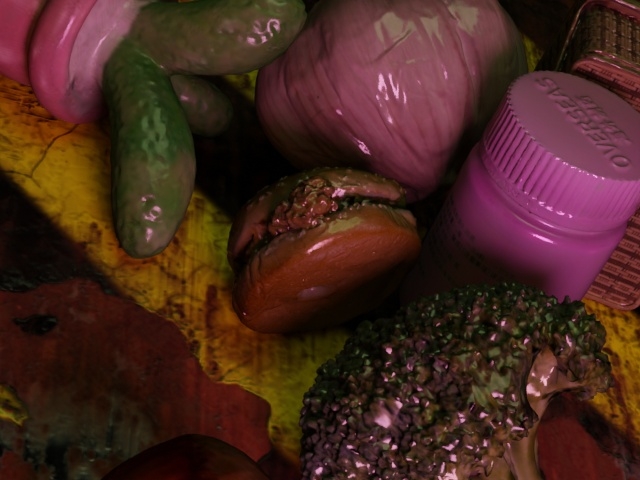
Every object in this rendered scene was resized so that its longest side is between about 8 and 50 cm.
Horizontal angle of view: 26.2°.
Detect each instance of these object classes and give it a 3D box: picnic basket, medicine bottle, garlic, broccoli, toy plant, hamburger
[{"bbox_3d":[0.327,-0.099,1.556,0.228,0.312,0.175,22,39,-7],"label":"picnic basket"},{"bbox_3d":[0.210,-0.012,1.414,0.178,0.290,0.178,14,39,-12],"label":"medicine bottle"},{"bbox_3d":[0.097,-0.168,1.539,0.317,0.317,0.259,-9,79,-35],"label":"garlic"},{"bbox_3d":[0.123,0.148,1.237,0.288,0.260,0.235,-18,57,15],"label":"broccoli"},{"bbox_3d":[-0.224,-0.188,1.465,0.356,0.317,0.210,33,-5,15],"label":"toy plant"},{"bbox_3d":[0.000,0.000,1.351,0.189,0.215,0.122,-10,63,-18],"label":"hamburger"}]

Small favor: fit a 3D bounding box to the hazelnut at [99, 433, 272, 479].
[{"bbox_3d":[-0.113,0.255,1.046,0.208,0.208,0.208,15,40,-13],"label":"hazelnut"}]
